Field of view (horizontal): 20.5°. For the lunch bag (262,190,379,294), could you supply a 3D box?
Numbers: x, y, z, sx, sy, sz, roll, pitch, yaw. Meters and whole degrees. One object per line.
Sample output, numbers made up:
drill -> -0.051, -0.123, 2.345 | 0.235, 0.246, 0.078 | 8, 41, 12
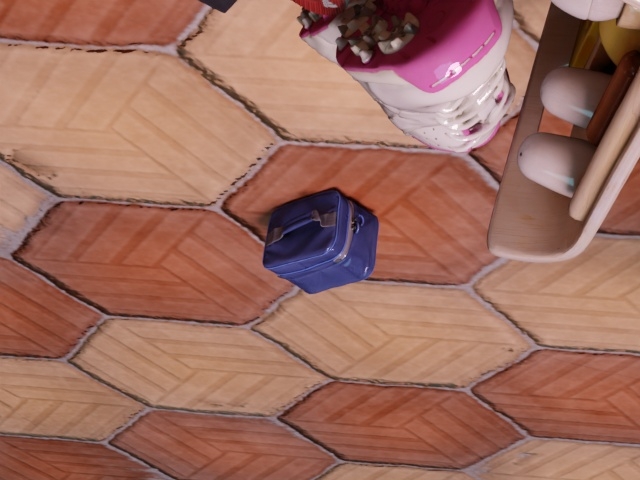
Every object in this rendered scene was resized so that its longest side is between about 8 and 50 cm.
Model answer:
lunch bag -> 0.000, 0.000, 1.521 | 0.098, 0.067, 0.065 | -19, 144, 40

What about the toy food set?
toy food set -> 0.160, -0.146, 1.023 | 0.092, 0.219, 0.306 | 18, 154, 1

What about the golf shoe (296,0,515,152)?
golf shoe -> 0.077, -0.113, 1.073 | 0.140, 0.115, 0.306 | 46, -177, -14

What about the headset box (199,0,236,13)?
headset box -> -0.094, -0.281, 0.830 | 0.283, 0.131, 0.246 | 24, 128, -31

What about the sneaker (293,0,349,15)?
sneaker -> -0.041, -0.238, 1.056 | 0.221, 0.128, 0.087 | 36, 170, 10
